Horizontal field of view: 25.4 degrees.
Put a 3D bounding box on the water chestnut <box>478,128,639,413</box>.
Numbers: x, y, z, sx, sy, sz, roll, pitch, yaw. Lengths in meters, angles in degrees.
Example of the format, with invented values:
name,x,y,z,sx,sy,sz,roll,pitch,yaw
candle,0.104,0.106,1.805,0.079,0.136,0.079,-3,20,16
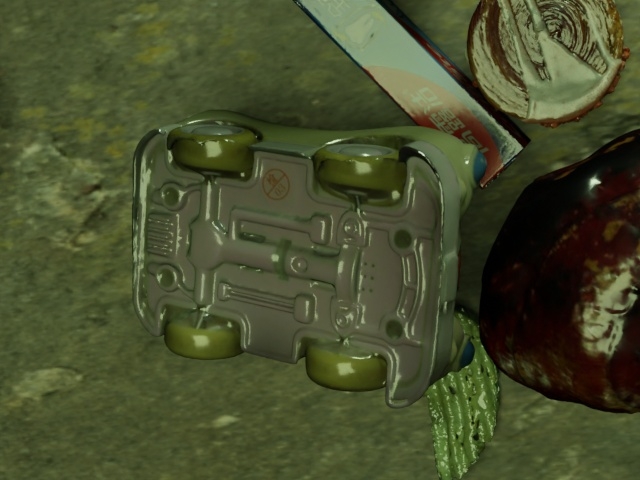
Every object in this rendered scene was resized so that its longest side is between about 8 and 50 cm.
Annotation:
name,x,y,z,sx,sy,sz,roll,pitch,yaw
water chestnut,0.281,0.026,1.327,0.244,0.289,0.289,35,109,11

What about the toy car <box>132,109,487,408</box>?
name,x,y,z,sx,sy,sz,roll,pitch,yaw
toy car,0.000,0.000,1.381,0.336,0.226,0.242,8,104,26

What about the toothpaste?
name,x,y,z,sx,sy,sz,roll,pitch,yaw
toothpaste,0.075,-0.188,1.425,0.320,0.076,0.066,44,107,2

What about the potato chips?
name,x,y,z,sx,sy,sz,roll,pitch,yaw
potato chips,0.149,0.162,1.510,0.092,0.028,0.207,-7,99,19

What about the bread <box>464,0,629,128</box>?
name,x,y,z,sx,sy,sz,roll,pitch,yaw
bread,0.218,-0.188,1.379,0.160,0.073,0.160,1,94,7
